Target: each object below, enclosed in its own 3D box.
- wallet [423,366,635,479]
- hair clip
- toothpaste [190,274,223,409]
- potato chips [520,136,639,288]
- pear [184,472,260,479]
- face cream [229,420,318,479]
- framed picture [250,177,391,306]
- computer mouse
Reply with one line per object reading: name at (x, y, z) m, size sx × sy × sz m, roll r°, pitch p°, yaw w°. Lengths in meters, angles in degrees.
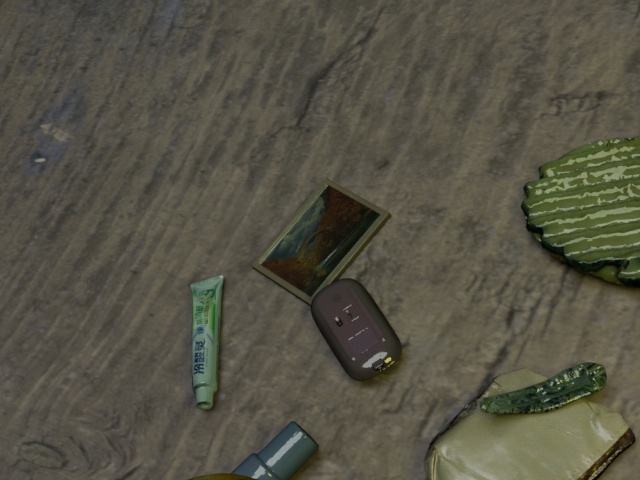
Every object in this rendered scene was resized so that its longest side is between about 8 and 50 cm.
wallet at (0.333, 0.364, 1.871) m, size 0.335 × 0.068 × 0.275 m, roll -41°, pitch 56°, yaw -16°
hair clip at (0.372, 0.254, 1.880) m, size 0.229 × 0.036 × 0.066 m, roll -14°, pitch 51°, yaw -11°
toothpaste at (-0.226, 0.197, 2.221) m, size 0.075 × 0.048 × 0.296 m, roll -16°, pitch 50°, yaw 16°
potato chips at (0.581, -0.062, 2.049) m, size 0.429 × 0.070 × 0.358 m, roll -8°, pitch 53°, yaw 16°
pear at (-0.173, 0.525, 1.839) m, size 0.387 × 0.340 × 0.191 m, roll -3°, pitch 10°, yaw -21°
face cream at (-0.160, 0.478, 1.983) m, size 0.385 × 0.086 × 0.135 m, roll -45°, pitch 68°, yaw -6°
framed picture at (0.000, 0.000, 2.273) m, size 0.184 × 0.016 × 0.250 m, roll 32°, pitch 74°, yaw 34°
computer mouse at (0.066, 0.166, 2.110) m, size 0.120 × 0.057 × 0.232 m, roll -34°, pitch 50°, yaw -2°
